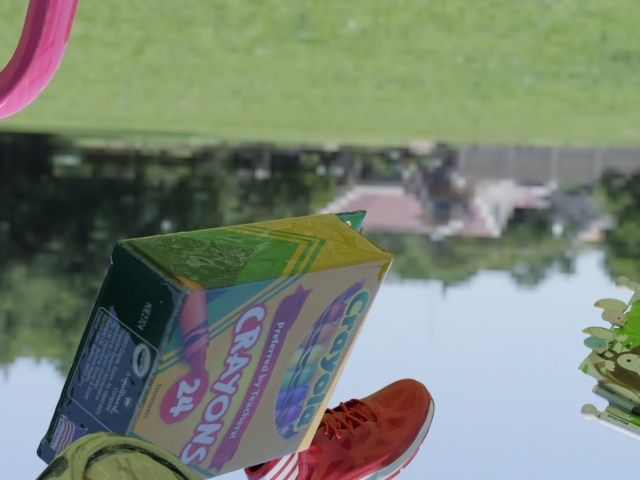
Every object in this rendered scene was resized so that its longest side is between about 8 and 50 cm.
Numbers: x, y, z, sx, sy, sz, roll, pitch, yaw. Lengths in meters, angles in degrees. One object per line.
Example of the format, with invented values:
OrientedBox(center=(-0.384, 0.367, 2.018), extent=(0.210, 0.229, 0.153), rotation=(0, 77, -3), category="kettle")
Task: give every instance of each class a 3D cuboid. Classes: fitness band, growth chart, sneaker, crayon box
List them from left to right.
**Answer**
OrientedBox(center=(-0.304, -0.247, 1.737), extent=(0.209, 0.291, 0.054), rotation=(17, -170, 24), category="fitness band")
OrientedBox(center=(-0.063, 0.086, 1.598), extent=(0.081, 0.202, 0.318), rotation=(35, -155, 28), category="crayon box")
OrientedBox(center=(0.017, 0.186, 1.952), extent=(0.087, 0.128, 0.221), rotation=(24, -123, 42), category="sneaker")
OrientedBox(center=(0.332, 0.125, 1.924), extent=(0.172, 0.021, 0.237), rotation=(18, -142, 9), category="growth chart")

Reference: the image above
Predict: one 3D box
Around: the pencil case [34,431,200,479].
OrientedBox(center=(-0.229, 0.295, 1.294), extent=(0.183, 0.410, 0.160), rotation=(39, -159, -36), category="pencil case")

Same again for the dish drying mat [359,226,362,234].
OrientedBox(center=(0.000, 0.000, 1.952), extent=(0.083, 0.008, 0.032), rotation=(-12, -160, 6), category="dish drying mat")
